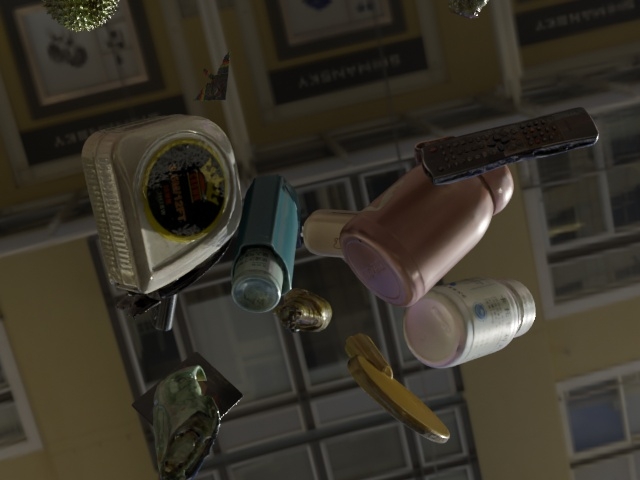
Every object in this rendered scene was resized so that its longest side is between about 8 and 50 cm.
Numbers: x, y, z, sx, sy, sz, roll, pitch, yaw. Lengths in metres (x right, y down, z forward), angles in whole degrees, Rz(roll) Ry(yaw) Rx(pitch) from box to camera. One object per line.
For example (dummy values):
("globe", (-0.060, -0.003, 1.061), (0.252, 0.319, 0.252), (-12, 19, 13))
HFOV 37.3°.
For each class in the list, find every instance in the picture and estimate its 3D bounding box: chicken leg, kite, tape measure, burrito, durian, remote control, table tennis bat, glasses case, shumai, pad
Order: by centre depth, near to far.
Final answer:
("remote control", (0.224, -0.113, 1.131), (0.212, 0.028, 0.059), (-14, -123, -3))
("tape measure", (-0.223, -0.049, 1.419), (0.231, 0.271, 0.133), (-20, -164, -39))
("burrito", (-0.236, 0.296, 1.585), (0.089, 0.144, 0.229), (28, -174, -23))
("table tennis bat", (0.113, 0.239, 1.597), (0.050, 0.198, 0.321), (-53, -154, 5))
("kite", (-0.187, -0.283, 1.696), (0.004, 0.122, 0.090), (7, -142, -48))
("remote control", (-0.259, -0.030, 1.696), (0.044, 0.377, 0.107), (8, -165, -14))
("glasses case", (0.067, -0.010, 1.707), (0.196, 0.083, 0.050), (3, -154, 16))
("shumai", (0.279, -0.469, 1.792), (0.099, 0.087, 0.124), (24, -176, 31))
("pad", (-0.262, 0.320, 1.900), (0.211, 0.143, 0.003), (-41, 170, -50))
("chicken leg", (-0.045, 0.146, 1.946), (0.088, 0.103, 0.228), (-52, 161, 12))
("durian", (-0.500, -0.533, 1.999), (0.159, 0.198, 0.146), (19, -152, -15))

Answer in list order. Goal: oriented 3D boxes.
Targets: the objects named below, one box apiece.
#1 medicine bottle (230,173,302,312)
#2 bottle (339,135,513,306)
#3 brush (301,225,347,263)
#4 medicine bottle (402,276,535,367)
("medicine bottle", (-0.072, 0.008, 1.287), (0.079, 0.124, 0.258), (-2, -148, 4))
("bottle", (0.176, -0.051, 1.586), (0.297, 0.173, 0.206), (-41, -125, -19))
("brush", (0.000, 0.000, 2.049), (0.039, 0.042, 0.299), (-25, 151, 28))
("medicine bottle", (0.322, 0.166, 2.021), (0.170, 0.170, 0.293), (1, -174, 44))
